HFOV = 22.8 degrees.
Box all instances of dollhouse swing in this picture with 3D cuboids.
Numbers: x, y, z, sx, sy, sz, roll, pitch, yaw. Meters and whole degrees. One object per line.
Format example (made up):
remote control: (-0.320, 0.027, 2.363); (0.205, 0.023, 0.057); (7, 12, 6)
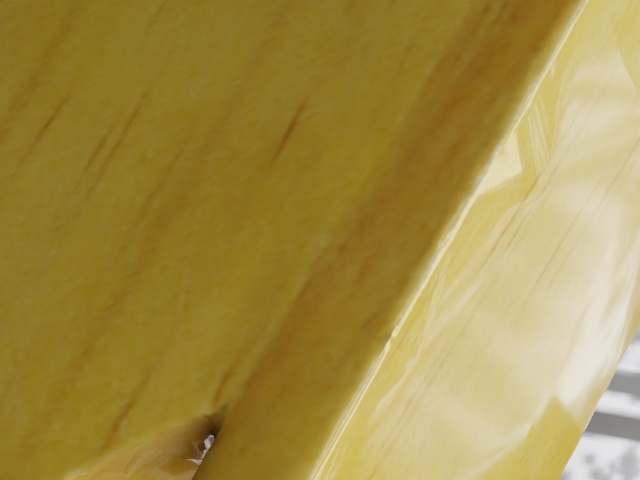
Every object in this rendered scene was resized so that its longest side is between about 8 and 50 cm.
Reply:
dollhouse swing: (-0.020, -0.019, 0.580); (0.315, 0.347, 0.305); (-60, 145, -17)
